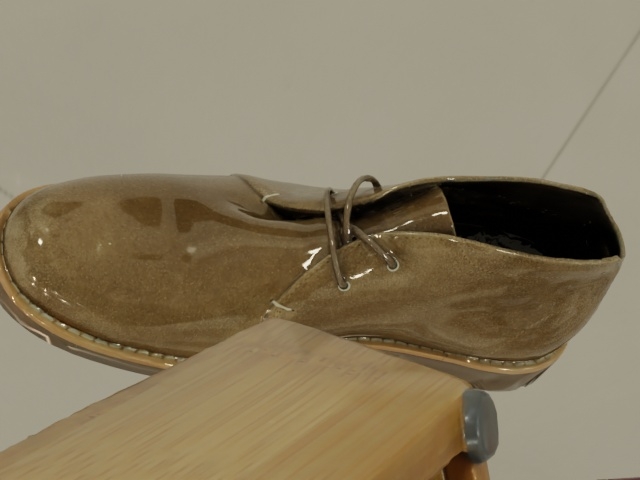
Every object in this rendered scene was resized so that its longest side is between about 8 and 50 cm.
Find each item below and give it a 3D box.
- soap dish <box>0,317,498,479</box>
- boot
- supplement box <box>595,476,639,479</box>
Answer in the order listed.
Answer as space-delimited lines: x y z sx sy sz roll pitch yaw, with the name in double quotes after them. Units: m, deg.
-0.009 0.182 0.523 0.118 0.229 0.290 -8 96 22 "soap dish"
0.000 0.000 0.835 0.305 0.115 0.112 5 60 -23 "boot"
0.294 0.287 1.528 0.104 0.188 0.081 -6 43 9 "supplement box"
